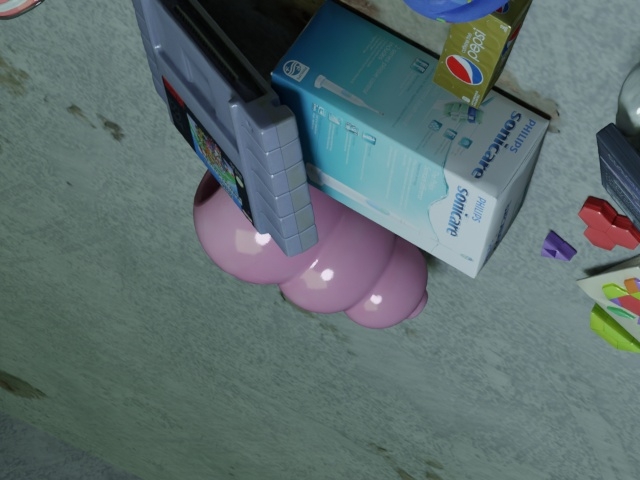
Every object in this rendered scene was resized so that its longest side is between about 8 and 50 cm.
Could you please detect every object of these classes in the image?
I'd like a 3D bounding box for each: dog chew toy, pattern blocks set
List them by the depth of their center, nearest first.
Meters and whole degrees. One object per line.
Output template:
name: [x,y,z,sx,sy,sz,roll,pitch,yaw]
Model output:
pattern blocks set: [0.407,0.086,2.239,0.325,0.026,0.285,35,157,0]
dog chew toy: [0.000,0.000,2.415,0.332,0.206,0.206,35,158,-19]

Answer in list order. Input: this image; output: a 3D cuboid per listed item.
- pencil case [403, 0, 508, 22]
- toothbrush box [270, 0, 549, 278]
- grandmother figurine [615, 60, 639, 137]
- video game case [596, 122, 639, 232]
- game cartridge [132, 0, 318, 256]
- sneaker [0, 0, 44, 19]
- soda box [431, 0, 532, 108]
pencil case: [0.149,-0.313,1.698,0.133,0.119,0.306,15,155,0]
toothbrush box: [0.094,-0.113,2.145,0.295,0.126,0.216,31,157,12]
grandmother figurine: [0.399,-0.054,1.896,0.342,0.104,0.208,53,165,-32]
video game case: [0.354,-0.014,1.916,0.196,0.026,0.274,53,-178,13]
game cartridge: [-0.122,-0.160,2.218,0.355,0.068,0.230,51,157,38]
sneaker: [-0.349,-0.371,2.304,0.314,0.116,0.136,-9,121,49]
soda box: [0.169,-0.213,1.943,0.061,0.058,0.181,32,156,7]
